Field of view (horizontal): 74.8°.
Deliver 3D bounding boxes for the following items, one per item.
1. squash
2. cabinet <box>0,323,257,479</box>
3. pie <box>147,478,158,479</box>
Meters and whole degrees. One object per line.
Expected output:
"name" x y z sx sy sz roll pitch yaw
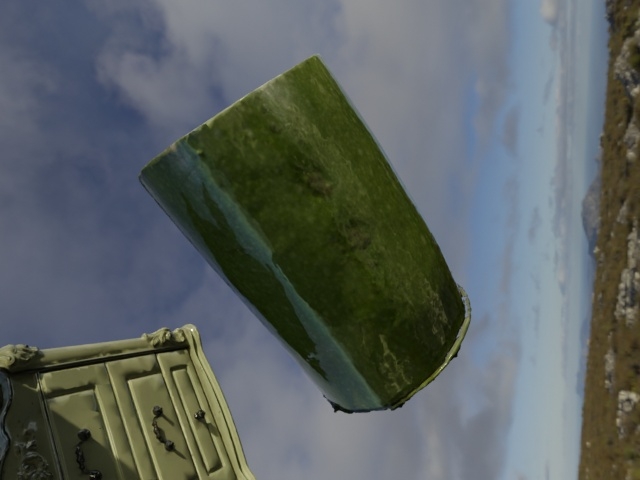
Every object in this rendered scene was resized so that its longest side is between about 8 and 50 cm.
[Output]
"squash" 0.000 0.000 0.544 0.384 0.263 0.263 54 -137 -17
"cabinet" -0.297 0.292 0.538 0.318 0.228 0.289 13 -135 -60
"pie" -0.036 0.182 0.180 0.078 0.297 0.371 -63 -25 -23
